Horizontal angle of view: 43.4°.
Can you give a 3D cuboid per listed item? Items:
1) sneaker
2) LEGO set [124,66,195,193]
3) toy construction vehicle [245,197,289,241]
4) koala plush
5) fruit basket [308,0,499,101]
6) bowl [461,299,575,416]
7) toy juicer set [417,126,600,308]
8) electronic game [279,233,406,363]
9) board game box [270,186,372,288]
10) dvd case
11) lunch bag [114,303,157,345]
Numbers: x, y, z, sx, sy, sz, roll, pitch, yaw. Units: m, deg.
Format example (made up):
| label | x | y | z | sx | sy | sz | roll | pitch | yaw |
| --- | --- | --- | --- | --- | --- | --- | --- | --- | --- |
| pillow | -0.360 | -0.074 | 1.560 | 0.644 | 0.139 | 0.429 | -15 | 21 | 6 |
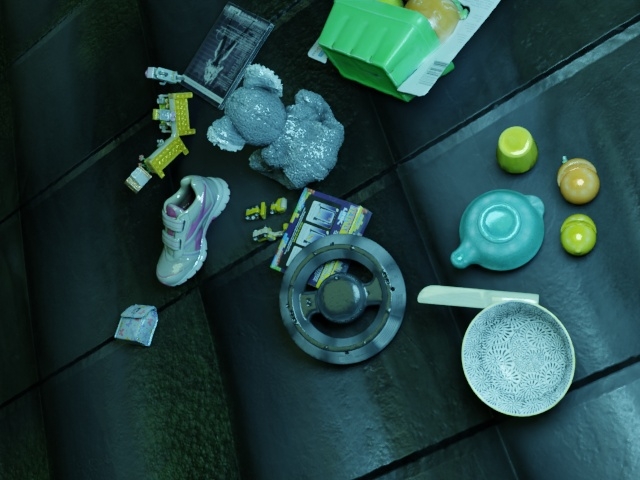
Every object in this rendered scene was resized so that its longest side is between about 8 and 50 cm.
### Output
| label | x | y | z | sx | sy | sz | roll | pitch | yaw |
| --- | --- | --- | --- | --- | --- | --- | --- | --- | --- |
| sneaker | -0.290 | -0.030 | 1.674 | 0.102 | 0.111 | 0.252 | 16 | 83 | 37 |
| LEGO set | -0.368 | -0.239 | 1.804 | 0.107 | 0.132 | 0.287 | 10 | 85 | 45 |
| toy construction vehicle | -0.103 | -0.039 | 1.603 | 0.098 | 0.035 | 0.086 | -20 | 52 | 25 |
| koala plush | -0.086 | -0.214 | 1.502 | 0.196 | 0.221 | 0.203 | -52 | 33 | 7 |
| fruit basket | 0.183 | -0.432 | 1.492 | 0.327 | 0.165 | 0.353 | 30 | 74 | 41 |
| bowl | 0.305 | 0.171 | 1.202 | 0.170 | 0.080 | 0.170 | 0 | 90 | 33 |
| toy juicer set | 0.319 | -0.003 | 1.274 | 0.209 | 0.089 | 0.329 | 26 | 85 | 20 |
| electronic game | 0.038 | 0.101 | 1.411 | 0.229 | 0.048 | 0.230 | -2 | 82 | 15 |
| board game box | 0.000 | 0.000 | 1.505 | 0.141 | 0.048 | 0.170 | 22 | 87 | 36 |
| dvd case | -0.216 | -0.421 | 1.824 | 0.164 | 0.018 | 0.221 | 35 | 94 | 36 |
| lunch bag | -0.389 | 0.176 | 1.707 | 0.071 | 0.053 | 0.083 | 3 | 66 | 34 |
